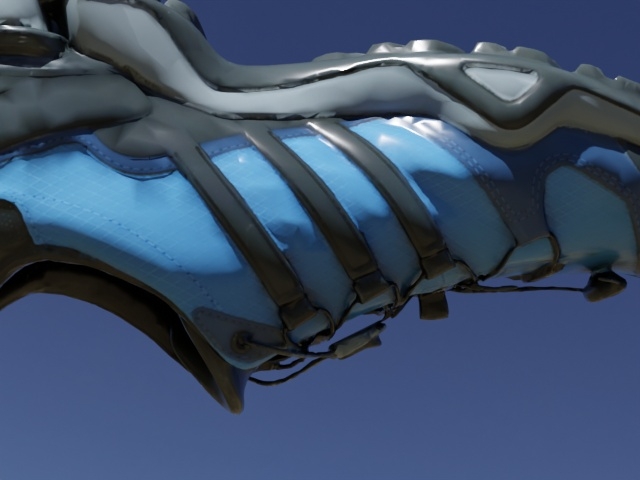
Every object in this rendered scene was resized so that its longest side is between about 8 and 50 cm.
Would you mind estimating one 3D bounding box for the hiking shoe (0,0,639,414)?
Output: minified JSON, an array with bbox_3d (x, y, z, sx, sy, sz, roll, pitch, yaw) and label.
[{"bbox_3d":[0.000,0.000,0.426,0.304,0.132,0.113,9,-14,-4],"label":"hiking shoe"}]
